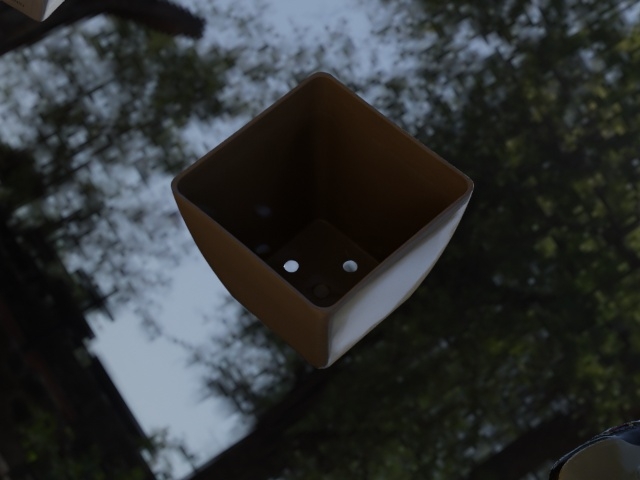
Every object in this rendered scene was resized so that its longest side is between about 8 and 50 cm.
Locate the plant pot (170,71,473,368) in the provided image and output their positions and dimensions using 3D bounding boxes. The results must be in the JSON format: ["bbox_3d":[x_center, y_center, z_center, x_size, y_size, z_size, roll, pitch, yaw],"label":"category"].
[{"bbox_3d":[0.000,0.000,0.777,0.109,0.109,0.096,39,-27,23],"label":"plant pot"}]

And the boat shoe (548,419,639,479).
[{"bbox_3d":[0.197,0.148,0.997,0.042,0.133,0.049,-1,-83,53],"label":"boat shoe"}]

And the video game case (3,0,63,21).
[{"bbox_3d":[-0.281,-0.372,1.365,0.300,0.329,0.036,32,-36,5],"label":"video game case"}]
